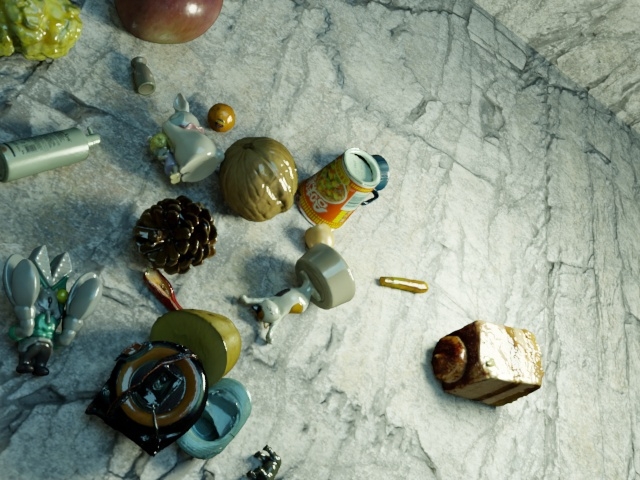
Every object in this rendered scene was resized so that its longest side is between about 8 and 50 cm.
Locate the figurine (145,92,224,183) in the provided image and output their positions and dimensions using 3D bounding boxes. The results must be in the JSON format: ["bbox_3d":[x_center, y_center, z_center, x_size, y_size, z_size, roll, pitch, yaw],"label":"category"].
[{"bbox_3d":[-0.366,-0.265,1.917,0.155,0.127,0.235,-31,63,-4],"label":"figurine"}]

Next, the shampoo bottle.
[{"bbox_3d":[-0.622,-0.205,1.700,0.262,0.085,0.085,-26,80,-46],"label":"shampoo bottle"}]

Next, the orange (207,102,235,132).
[{"bbox_3d":[-0.277,-0.344,2.067,0.084,0.083,0.083,20,51,-27],"label":"orange"}]

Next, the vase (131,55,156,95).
[{"bbox_3d":[-0.480,-0.447,1.997,0.053,0.053,0.100,0,58,-38],"label":"vase"}]

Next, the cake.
[{"bbox_3d":[0.465,0.341,2.118,0.293,0.199,0.196,19,54,-27],"label":"cake"}]

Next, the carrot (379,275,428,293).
[{"bbox_3d":[0.247,0.131,2.195,0.171,0.042,0.042,10,56,-31],"label":"carrot"}]

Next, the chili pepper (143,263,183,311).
[{"bbox_3d":[-0.357,0.129,1.726,0.178,0.027,0.045,50,48,1],"label":"chili pepper"}]

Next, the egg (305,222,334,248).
[{"bbox_3d":[0.000,0.000,2.059,0.080,0.080,0.096,-16,88,-43],"label":"egg"}]

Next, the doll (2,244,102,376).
[{"bbox_3d":[-0.539,0.134,1.501,0.195,0.153,0.258,-15,90,-56],"label":"doll"}]

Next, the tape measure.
[{"bbox_3d":[-0.335,0.311,1.504,0.202,0.135,0.222,35,71,5],"label":"tape measure"}]

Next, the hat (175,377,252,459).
[{"bbox_3d":[-0.239,0.390,1.615,0.191,0.078,0.138,-38,80,-27],"label":"hat"}]

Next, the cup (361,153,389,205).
[{"bbox_3d":[0.132,-0.193,2.260,0.138,0.113,0.150,-8,50,-39],"label":"cup"}]

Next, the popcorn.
[{"bbox_3d":[-0.711,-0.545,1.793,0.256,0.195,0.254,23,60,-24],"label":"popcorn"}]

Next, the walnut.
[{"bbox_3d":[-0.161,-0.160,1.949,0.228,0.228,0.227,20,51,-27],"label":"walnut"}]

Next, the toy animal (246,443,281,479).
[{"bbox_3d":[-0.128,0.523,1.630,0.065,0.047,0.135,46,38,-16],"label":"toy animal"}]

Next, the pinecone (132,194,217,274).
[{"bbox_3d":[-0.343,-0.009,1.727,0.186,0.168,0.212,29,25,6],"label":"pinecone"}]

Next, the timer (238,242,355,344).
[{"bbox_3d":[-0.063,0.141,1.891,0.266,0.175,0.175,-31,83,-27],"label":"timer"}]

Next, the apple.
[{"bbox_3d":[-0.426,-0.684,2.070,0.306,0.235,0.305,22,50,-30],"label":"apple"}]

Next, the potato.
[{"bbox_3d":[-0.256,0.228,1.653,0.158,0.204,0.178,-18,100,-65],"label":"potato"}]

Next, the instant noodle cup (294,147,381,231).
[{"bbox_3d":[0.057,-0.156,2.112,0.193,0.212,0.193,20,51,-27],"label":"instant noodle cup"}]
